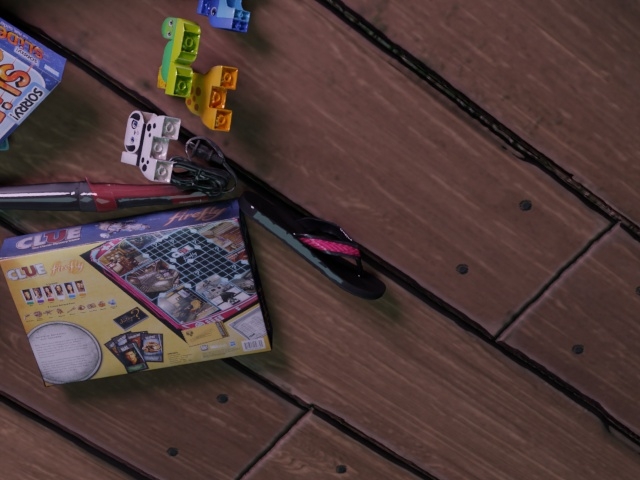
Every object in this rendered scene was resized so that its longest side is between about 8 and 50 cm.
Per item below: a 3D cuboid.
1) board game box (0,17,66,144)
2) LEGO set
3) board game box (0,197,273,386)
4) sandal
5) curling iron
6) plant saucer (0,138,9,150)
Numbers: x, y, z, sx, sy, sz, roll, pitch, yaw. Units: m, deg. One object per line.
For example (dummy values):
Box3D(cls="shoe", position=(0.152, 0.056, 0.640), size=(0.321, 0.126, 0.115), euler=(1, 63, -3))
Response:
Box3D(cls="board game box", position=(-0.341, -0.130, 1.125), size=(0.136, 0.035, 0.201), euler=(31, 128, -28))
Box3D(cls="LEGO set", position=(-0.125, -0.167, 1.119), size=(0.087, 0.093, 0.227), euler=(6, 96, -44))
Box3D(cls="board game box", position=(-0.183, 0.055, 1.277), size=(0.243, 0.042, 0.165), euler=(-9, 121, 4))
Box3D(cls="sandal", position=(0.000, 0.000, 1.238), size=(0.179, 0.067, 0.040), euler=(36, 102, -18))
Box3D(cls="curling iron", position=(-0.217, -0.056, 1.214), size=(0.274, 0.035, 0.068), euler=(-6, 118, 1))
Box3D(cls="plant saucer", position=(-0.324, -0.159, 1.135), size=(0.067, 0.018, 0.192), euler=(3, 134, -2))
